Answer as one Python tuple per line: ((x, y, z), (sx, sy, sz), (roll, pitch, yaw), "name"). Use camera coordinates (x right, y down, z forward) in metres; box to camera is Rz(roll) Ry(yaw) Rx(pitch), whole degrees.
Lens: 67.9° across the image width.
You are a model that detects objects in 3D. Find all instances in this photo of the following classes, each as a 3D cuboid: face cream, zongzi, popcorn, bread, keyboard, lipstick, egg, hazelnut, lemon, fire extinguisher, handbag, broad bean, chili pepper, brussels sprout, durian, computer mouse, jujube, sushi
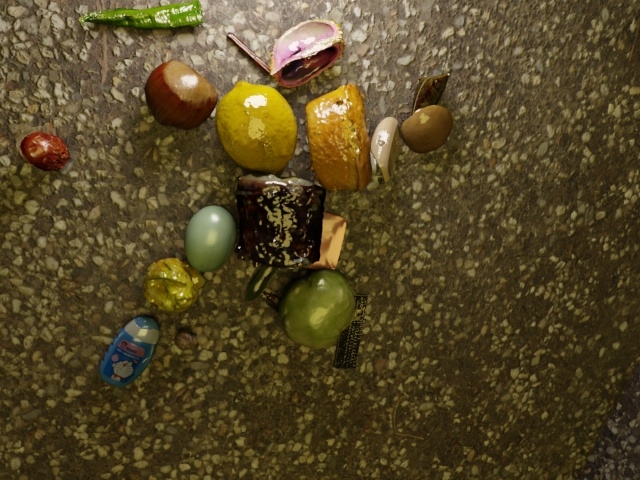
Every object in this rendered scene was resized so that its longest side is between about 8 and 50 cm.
((-0.657, 0.381, 1.666), (0.149, 0.083, 0.263), (30, 95, -22), "face cream")
((0.379, -0.475, 1.640), (0.084, 0.184, 0.187), (7, 102, -14), "zongzi")
((-0.501, 0.148, 1.610), (0.198, 0.155, 0.197), (3, 103, 15), "popcorn")
((0.056, -0.324, 1.529), (0.204, 0.358, 0.336), (-3, 99, 4), "bread")
((0.117, 0.363, 1.875), (0.106, 0.027, 0.316), (5, 103, -15), "keyboard")
((-0.231, -0.609, 1.547), (0.176, 0.027, 0.027), (39, 92, -17), "lipstick")
((-0.368, -0.004, 1.591), (0.168, 0.168, 0.230), (14, 102, -16), "egg")
((-0.430, -0.436, 1.461), (0.210, 0.186, 0.210), (-9, 107, -30), "hazelnut")
((-0.199, -0.348, 1.505), (0.254, 0.253, 0.310), (-27, 112, -6), "lemon")
((-0.158, 0.242, 1.779), (0.173, 0.035, 0.049), (40, 131, -19), "fire extinguisher")
((0.000, 0.000, 1.738), (0.158, 0.059, 0.212), (10, 100, -17), "handbag")
((-0.195, 0.120, 1.729), (0.065, 0.046, 0.254), (40, 91, -18), "broad bean")
((-0.533, -0.669, 1.434), (0.359, 0.076, 0.084), (-13, 79, -14), "chili pepper")
((-0.014, 0.248, 1.697), (0.274, 0.243, 0.316), (-26, 139, -38), "brussels sprout")
((-0.480, 0.357, 1.703), (0.091, 0.080, 0.080), (-24, 115, 40), "durian")
((0.219, -0.313, 1.650), (0.082, 0.145, 0.236), (10, 72, 19), "computer mouse")
((-0.820, -0.264, 1.414), (0.112, 0.176, 0.109), (31, 91, -12), "jujube")
((-0.051, -0.615, 1.537), (0.261, 0.154, 0.186), (-15, 84, -3), "durian")
((-0.130, -0.065, 1.561), (0.300, 0.281, 0.294), (5, 97, 12), "sushi")

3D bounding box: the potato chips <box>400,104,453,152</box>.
((0.384, -0.379, 1.682), (0.196, 0.061, 0.208), (-15, 140, -6), "potato chips")
